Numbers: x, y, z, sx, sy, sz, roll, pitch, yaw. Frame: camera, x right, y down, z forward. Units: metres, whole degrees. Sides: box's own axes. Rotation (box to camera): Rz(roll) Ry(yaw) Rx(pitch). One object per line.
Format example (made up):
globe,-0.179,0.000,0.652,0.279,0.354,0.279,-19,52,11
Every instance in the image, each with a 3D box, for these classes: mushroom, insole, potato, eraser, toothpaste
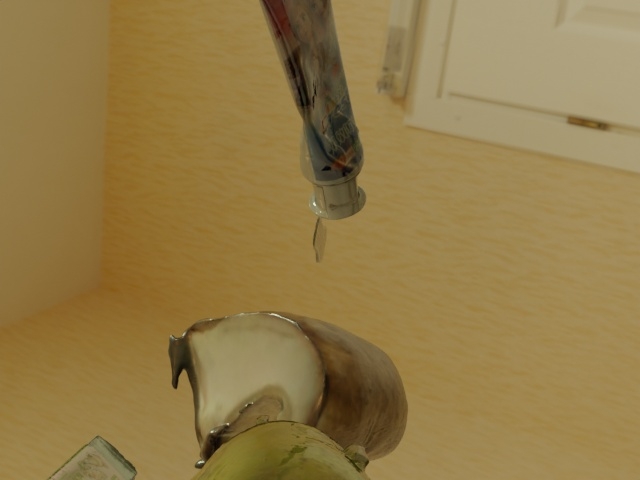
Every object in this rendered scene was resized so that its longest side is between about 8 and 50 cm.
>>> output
mushroom,0.026,0.218,1.256,0.397,0.313,0.224,13,-116,-43
insole,0.000,0.000,1.393,0.193,0.006,0.065,73,-152,-79
potato,-0.030,0.204,0.514,0.228,0.148,0.197,121,157,-52
eraser,-0.134,0.141,0.484,0.019,0.038,0.083,-48,-1,5
toothpaste,-0.004,-0.134,0.733,0.096,0.061,0.266,-55,-34,-37
